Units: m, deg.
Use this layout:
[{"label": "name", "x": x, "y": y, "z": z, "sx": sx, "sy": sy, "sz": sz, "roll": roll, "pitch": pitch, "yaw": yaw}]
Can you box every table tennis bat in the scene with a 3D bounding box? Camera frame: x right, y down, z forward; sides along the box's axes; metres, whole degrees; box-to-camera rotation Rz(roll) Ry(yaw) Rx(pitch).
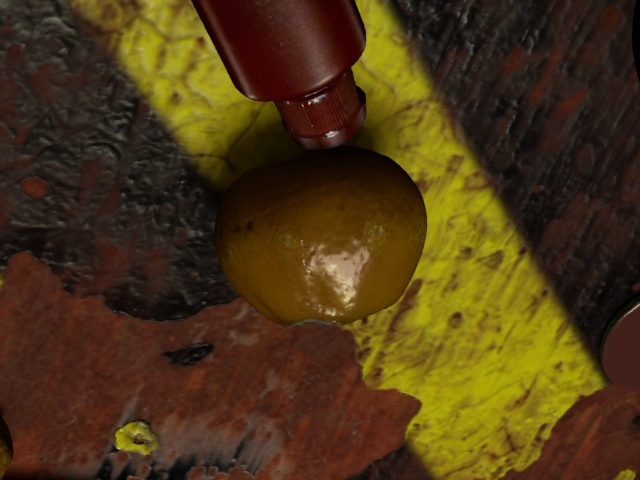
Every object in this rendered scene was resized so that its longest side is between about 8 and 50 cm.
[{"label": "table tennis bat", "x": 0.366, "y": 0.077, "z": 1.577, "sx": 0.246, "sy": 0.022, "sz": 0.138, "roll": -6, "pitch": 135, "yaw": -10}]

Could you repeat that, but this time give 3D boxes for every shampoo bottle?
[{"label": "shampoo bottle", "x": -0.035, "y": -0.167, "z": 1.176, "sx": 0.102, "sy": 0.064, "sz": 0.260, "roll": -23, "pitch": 136, "yaw": 2}]

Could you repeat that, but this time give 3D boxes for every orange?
[{"label": "orange", "x": 0.000, "y": 0.000, "z": 1.291, "sx": 0.156, "sy": 0.134, "sz": 0.156, "roll": -2, "pitch": 167, "yaw": -1}]

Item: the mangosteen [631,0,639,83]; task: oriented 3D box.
[{"label": "mangosteen", "x": 0.363, "y": -0.142, "z": 1.190, "sx": 0.300, "sy": 0.300, "sz": 0.300, "roll": -9, "pitch": 135, "yaw": -10}]

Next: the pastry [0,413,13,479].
[{"label": "pastry", "x": -0.296, "y": 0.165, "z": 1.411, "sx": 0.097, "sy": 0.057, "sz": 0.109, "roll": 11, "pitch": 127, "yaw": -25}]
